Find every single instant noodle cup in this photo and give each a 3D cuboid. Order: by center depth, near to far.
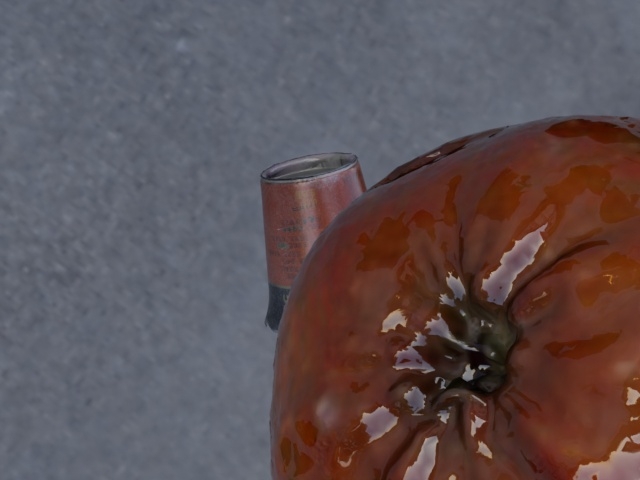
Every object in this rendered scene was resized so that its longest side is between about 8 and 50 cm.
[{"bbox_3d":[0.001,-0.001,1.353,0.127,0.127,0.135,-24,109,-41],"label":"instant noodle cup"}]

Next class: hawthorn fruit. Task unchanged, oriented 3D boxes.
[{"bbox_3d":[0.134,0.099,0.751,0.276,0.276,0.307,-53,131,-7],"label":"hawthorn fruit"}]
